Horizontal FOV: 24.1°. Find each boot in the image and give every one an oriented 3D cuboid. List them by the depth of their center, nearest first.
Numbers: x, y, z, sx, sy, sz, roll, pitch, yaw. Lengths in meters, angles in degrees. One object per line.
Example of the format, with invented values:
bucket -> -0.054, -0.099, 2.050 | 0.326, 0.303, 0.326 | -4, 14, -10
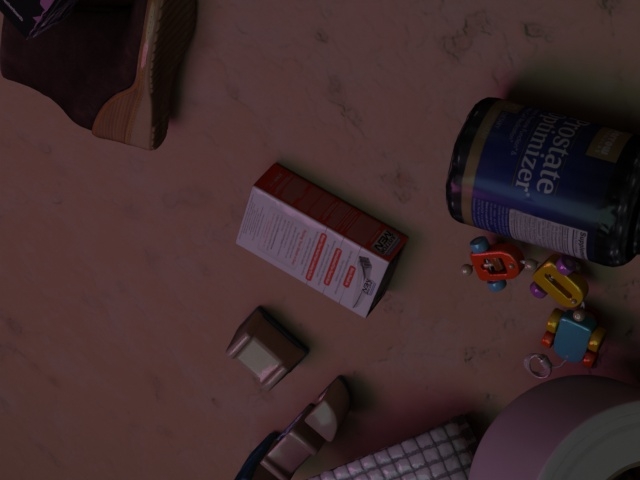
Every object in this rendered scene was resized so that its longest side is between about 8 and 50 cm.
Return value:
boot -> -0.244, -0.217, 1.559 | 0.207, 0.090, 0.248 | 28, 136, 11

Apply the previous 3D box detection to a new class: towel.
towel -> 0.081, 0.352, 1.688 | 0.284, 0.121, 0.235 | -26, 83, 17

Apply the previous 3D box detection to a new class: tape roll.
tape roll -> 0.283, 0.260, 1.452 | 0.246, 0.246, 0.169 | 50, 171, -11

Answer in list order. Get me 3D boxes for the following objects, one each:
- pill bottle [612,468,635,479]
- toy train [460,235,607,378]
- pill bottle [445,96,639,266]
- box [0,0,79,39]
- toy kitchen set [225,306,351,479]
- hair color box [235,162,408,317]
pill bottle -> 0.303, 0.274, 1.593 | 0.169, 0.094, 0.094 | 49, 136, -11
toy train -> 0.222, 0.057, 1.509 | 0.125, 0.046, 0.166 | -12, 115, 42
pill bottle -> 0.235, -0.047, 1.356 | 0.219, 0.123, 0.122 | 17, 132, 21
box -> -0.308, -0.383, 1.421 | 0.307, 0.076, 0.242 | 47, 131, -1
toy kitchen set -> -0.073, 0.199, 1.795 | 0.166, 0.122, 0.207 | 41, 116, -2
hair color box -> 0.000, 0.000, 1.602 | 0.167, 0.053, 0.093 | 31, 135, 11
